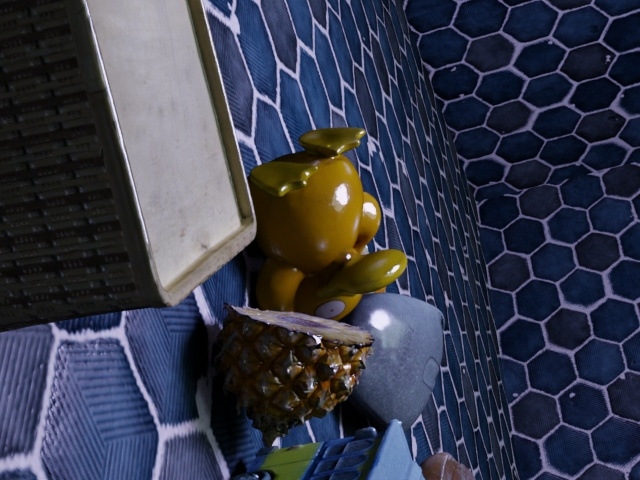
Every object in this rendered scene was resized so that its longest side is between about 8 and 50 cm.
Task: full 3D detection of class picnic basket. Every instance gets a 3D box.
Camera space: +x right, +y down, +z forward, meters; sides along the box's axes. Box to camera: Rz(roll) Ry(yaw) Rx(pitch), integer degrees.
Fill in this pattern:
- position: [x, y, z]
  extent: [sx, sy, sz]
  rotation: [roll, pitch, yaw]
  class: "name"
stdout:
- position: [-0.182, -0.113, 0.636]
  extent: [0.228, 0.175, 0.313]
  rotation: [-48, 127, -73]
  class: "picnic basket"

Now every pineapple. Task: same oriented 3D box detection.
- position: [-0.036, 0.148, 0.982]
  extent: [0.176, 0.161, 0.137]
  rotation: [-4, 106, -80]
  class: "pineapple"

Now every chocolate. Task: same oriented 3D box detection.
- position: [0.208, 0.469, 1.678]
  extent: [0.254, 0.080, 0.157]
  rotation: [48, 47, -57]
  class: "chocolate"

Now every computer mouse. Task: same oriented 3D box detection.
- position: [0.121, 0.194, 1.450]
  extent: [0.374, 0.114, 0.203]
  rotation: [41, 63, -62]
  class: "computer mouse"

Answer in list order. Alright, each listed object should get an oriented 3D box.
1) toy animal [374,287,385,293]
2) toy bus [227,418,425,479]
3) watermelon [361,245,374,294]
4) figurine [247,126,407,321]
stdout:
- position: [0.100, 0.096, 1.667]
  extent: [0.083, 0.060, 0.081]
  rotation: [-86, -164, -52]
  class: "toy animal"
- position: [-0.008, 0.291, 0.850]
  extent: [0.312, 0.190, 0.152]
  rotation: [-38, 112, -74]
  class: "toy bus"
- position: [0.026, 0.035, 1.470]
  extent: [0.119, 0.063, 0.245]
  rotation: [5, 72, -60]
  class: "watermelon"
- position: [-0.006, -0.007, 1.170]
  extent: [0.228, 0.215, 0.215]
  rotation: [61, 18, -10]
  class: "figurine"
